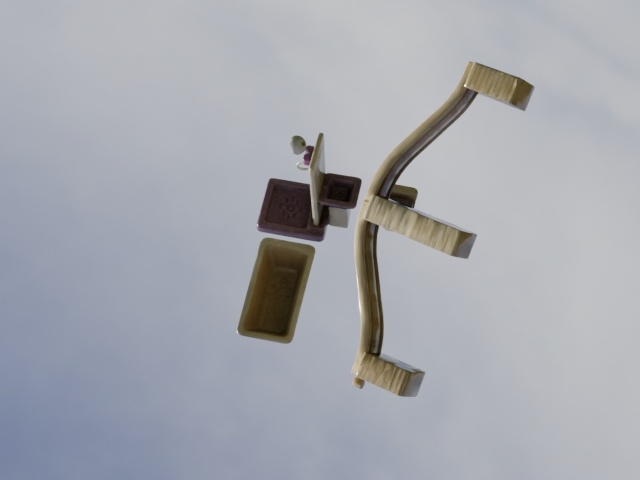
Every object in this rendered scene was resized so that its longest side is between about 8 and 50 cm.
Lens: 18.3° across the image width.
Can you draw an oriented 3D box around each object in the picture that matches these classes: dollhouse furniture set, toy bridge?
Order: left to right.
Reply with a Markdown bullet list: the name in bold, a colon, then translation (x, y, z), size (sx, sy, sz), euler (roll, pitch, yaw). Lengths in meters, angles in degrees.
- **dollhouse furniture set**: translation (0.000, 0.000, 1.115), size (0.091, 0.081, 0.114), euler (10, -119, 8)
- **toy bridge**: translation (0.052, -0.008, 1.071), size (0.063, 0.188, 0.026), euler (24, -174, 26)
